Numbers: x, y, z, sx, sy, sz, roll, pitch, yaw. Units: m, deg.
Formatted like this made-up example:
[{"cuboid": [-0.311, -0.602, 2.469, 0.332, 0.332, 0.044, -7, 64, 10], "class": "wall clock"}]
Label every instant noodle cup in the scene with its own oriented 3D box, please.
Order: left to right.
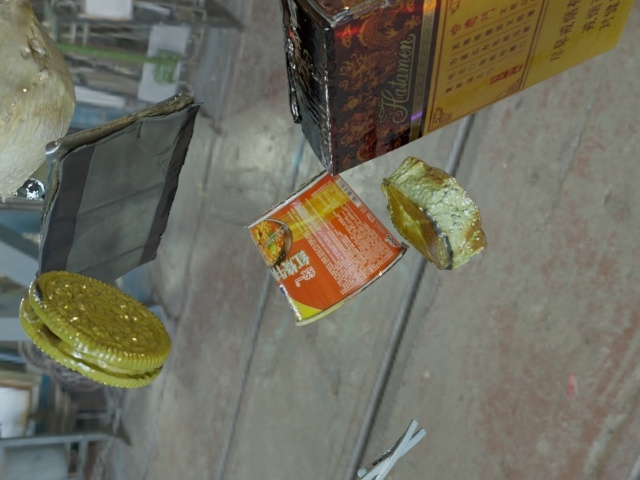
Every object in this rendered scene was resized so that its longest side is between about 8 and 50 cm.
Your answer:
[{"cuboid": [0.000, 0.000, 1.297, 0.174, 0.213, 0.213, 55, 150, -5], "class": "instant noodle cup"}]

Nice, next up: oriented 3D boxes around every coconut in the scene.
[{"cuboid": [-0.551, -0.229, 1.274, 0.360, 0.346, 0.346, -45, 47, 29], "class": "coconut"}]

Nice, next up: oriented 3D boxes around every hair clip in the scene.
[{"cuboid": [0.094, 0.291, 1.169, 0.115, 0.030, 0.039, -43, 25, -8], "class": "hair clip"}]

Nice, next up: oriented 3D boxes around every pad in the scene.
[{"cuboid": [-0.201, -0.028, 0.826, 0.022, 0.174, 0.233, 40, 132, 18], "class": "pad"}]

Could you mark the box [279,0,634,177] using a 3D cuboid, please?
[{"cuboid": [0.160, -0.254, 0.937, 0.115, 0.415, 0.264, 60, 168, 25], "class": "box"}]

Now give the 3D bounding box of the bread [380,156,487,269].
[{"cuboid": [0.146, -0.036, 1.116, 0.140, 0.069, 0.128, 42, 164, 39], "class": "bread"}]

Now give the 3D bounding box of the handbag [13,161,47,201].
[{"cuboid": [-0.457, -0.082, 1.544, 0.109, 0.241, 0.315, -58, 28, 17], "class": "handbag"}]

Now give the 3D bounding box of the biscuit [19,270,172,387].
[{"cuboid": [-0.120, 0.047, 0.464, 0.023, 0.084, 0.084, -58, 36, 13], "class": "biscuit"}]
